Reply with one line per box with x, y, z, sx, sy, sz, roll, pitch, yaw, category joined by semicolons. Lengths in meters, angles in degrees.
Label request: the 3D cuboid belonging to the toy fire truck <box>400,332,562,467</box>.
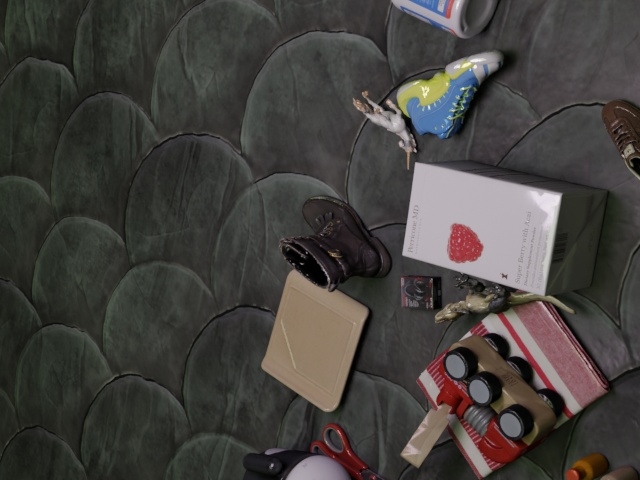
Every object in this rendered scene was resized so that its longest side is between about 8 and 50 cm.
0.273;0.324;1.922;0.217;0.158;0.246;47;133;25;toy fire truck

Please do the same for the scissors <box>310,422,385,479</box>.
0.094;0.488;2.202;0.297;0.021;0.109;36;114;31;scissors

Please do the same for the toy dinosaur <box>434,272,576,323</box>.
0.304;0.101;1.889;0.268;0.118;0.064;-6;59;39;toy dinosaur

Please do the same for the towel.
0.343;0.259;1.961;0.329;0.037;0.237;-46;66;33;towel

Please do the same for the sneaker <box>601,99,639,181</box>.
0.518;-0.156;1.756;0.066;0.071;0.188;-46;66;33;sneaker

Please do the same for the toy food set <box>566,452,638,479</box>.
0.507;0.469;1.794;0.111;0.104;0.232;-29;75;38;toy food set

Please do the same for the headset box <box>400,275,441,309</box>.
0.191;0.100;2.077;0.083;0.032;0.062;2;95;38;headset box

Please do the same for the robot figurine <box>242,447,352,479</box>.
-0.054;0.520;2.206;0.278;0.209;0.174;-6;83;53;robot figurine

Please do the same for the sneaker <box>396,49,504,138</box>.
0.253;-0.261;1.972;0.240;0.091;0.126;-19;94;47;sneaker

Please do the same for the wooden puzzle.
-0.010;0.207;2.253;0.221;0.044;0.239;29;107;35;wooden puzzle

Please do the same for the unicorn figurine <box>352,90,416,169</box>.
0.132;-0.229;2.072;0.060;0.111;0.162;-40;42;5;unicorn figurine

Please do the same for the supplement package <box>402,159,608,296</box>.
0.316;-0.029;1.867;0.292;0.175;0.178;16;105;38;supplement package

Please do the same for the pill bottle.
0.204;-0.463;1.960;0.221;0.124;0.124;34;114;32;pill bottle

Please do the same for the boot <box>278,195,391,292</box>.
0.000;0.000;2.100;0.263;0.229;0.091;41;118;30;boot
